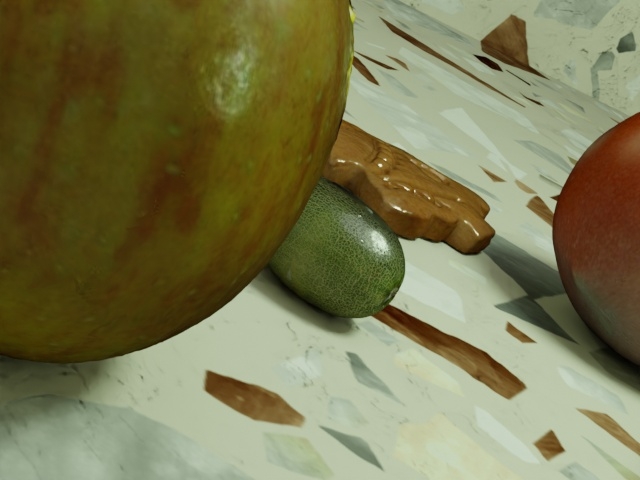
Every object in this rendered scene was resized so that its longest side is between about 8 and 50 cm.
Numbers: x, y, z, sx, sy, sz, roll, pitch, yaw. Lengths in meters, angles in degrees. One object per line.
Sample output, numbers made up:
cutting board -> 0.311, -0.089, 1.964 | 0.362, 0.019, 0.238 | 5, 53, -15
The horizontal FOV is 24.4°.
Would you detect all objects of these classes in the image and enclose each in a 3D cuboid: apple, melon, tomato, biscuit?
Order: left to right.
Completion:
apple -> -0.175, -0.103, 0.893 | 0.400, 0.334, 0.400 | 14, 5, -1
melon -> 0.000, 0.000, 1.240 | 0.162, 0.099, 0.099 | 38, 19, 23
biscuit -> 0.064, -0.084, 1.678 | 0.306, 0.043, 0.284 | 35, 17, 16
tomato -> 0.400, 0.005, 1.565 | 0.321, 0.321, 0.321 | 27, 17, -9
